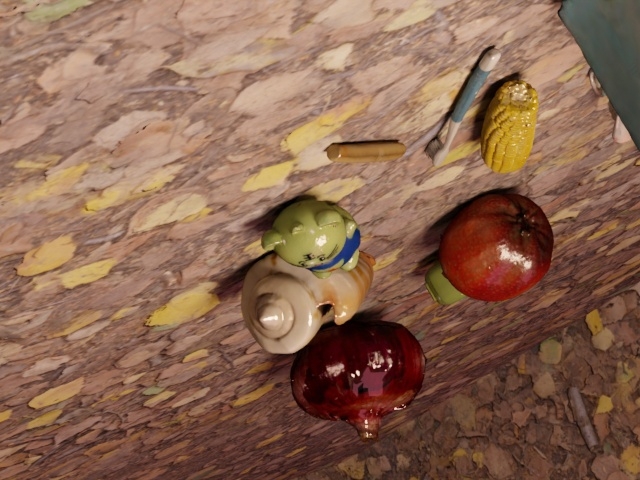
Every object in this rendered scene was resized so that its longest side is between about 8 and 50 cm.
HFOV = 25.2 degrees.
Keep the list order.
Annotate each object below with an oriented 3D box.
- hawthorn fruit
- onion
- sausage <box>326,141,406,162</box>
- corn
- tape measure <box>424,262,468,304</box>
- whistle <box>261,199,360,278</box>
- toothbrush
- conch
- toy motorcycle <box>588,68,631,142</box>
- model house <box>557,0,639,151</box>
[{"bbox_3d":[0.259,0.018,2.158,0.169,0.169,0.188,-13,160,-39],"label":"hawthorn fruit"},{"bbox_3d":[0.069,0.245,2.499,0.252,0.219,0.252,-15,162,-5],"label":"onion"},{"bbox_3d":[0.056,-0.103,1.668,0.132,0.024,0.024,-6,155,-49],"label":"sausage"},{"bbox_3d":[0.232,-0.137,1.755,0.067,0.067,0.206,-24,163,-6],"label":"corn"},{"bbox_3d":[0.246,0.046,2.356,0.177,0.087,0.154,-35,175,36],"label":"tape measure"},{"bbox_3d":[0.000,0.000,1.807,0.105,0.085,0.227,-20,167,13],"label":"whistle"},{"bbox_3d":[0.164,-0.156,1.678,0.019,0.025,0.275,-26,164,-19],"label":"toothbrush"},{"bbox_3d":[-0.021,0.054,1.952,0.158,0.127,0.255,-24,-166,28],"label":"conch"},{"bbox_3d":[0.421,-0.172,1.749,0.110,0.170,0.260,-21,162,-10],"label":"toy motorcycle"},{"bbox_3d":[0.486,-0.188,1.385,0.339,0.360,0.297,-28,174,-11],"label":"model house"}]
